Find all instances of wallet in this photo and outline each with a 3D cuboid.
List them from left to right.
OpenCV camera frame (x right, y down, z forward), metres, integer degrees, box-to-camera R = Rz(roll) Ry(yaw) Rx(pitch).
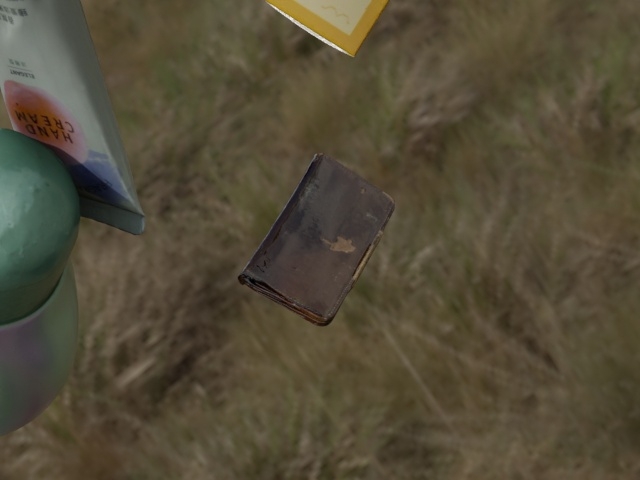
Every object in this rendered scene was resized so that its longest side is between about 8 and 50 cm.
[{"bbox_3d":[0.000,0.000,1.485,0.026,0.095,0.176,-58,2,46],"label":"wallet"}]

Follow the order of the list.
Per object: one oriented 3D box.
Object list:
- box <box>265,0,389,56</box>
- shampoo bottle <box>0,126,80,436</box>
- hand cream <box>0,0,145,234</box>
[{"bbox_3d":[-0.027,-0.362,1.819,0.214,0.259,0.283,-59,9,7],"label":"box"},{"bbox_3d":[-0.299,0.034,1.406,0.151,0.222,0.349,-51,-4,-34],"label":"shampoo bottle"},{"bbox_3d":[-0.222,-0.151,1.292,0.124,0.341,0.078,15,42,31],"label":"hand cream"}]
